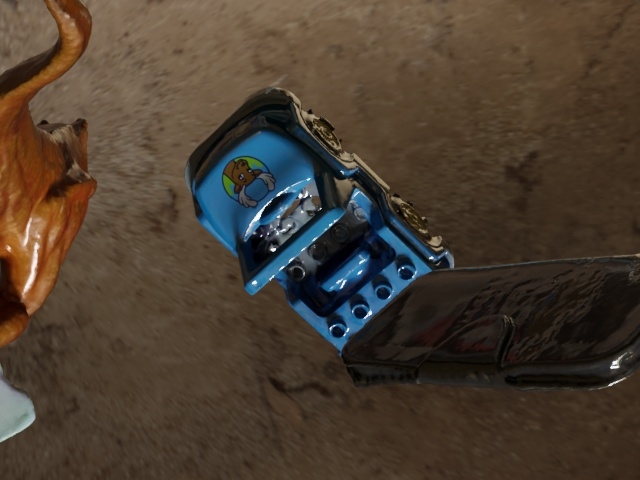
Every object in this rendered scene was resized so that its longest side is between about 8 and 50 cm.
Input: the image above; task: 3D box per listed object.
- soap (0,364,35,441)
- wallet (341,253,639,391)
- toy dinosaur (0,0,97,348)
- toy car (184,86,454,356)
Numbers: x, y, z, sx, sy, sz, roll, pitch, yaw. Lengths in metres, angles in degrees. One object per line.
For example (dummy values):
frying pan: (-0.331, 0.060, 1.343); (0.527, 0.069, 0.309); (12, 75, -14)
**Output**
soap: (-0.291, 0.103, 1.027); (0.145, 0.230, 0.091); (-23, 98, -22)
wallet: (0.079, 0.032, 0.612); (0.082, 0.156, 0.018); (-40, 111, -34)
toy dinosaur: (-0.174, -0.001, 0.796); (0.097, 0.432, 0.208); (33, 84, -11)
toy car: (0.000, 0.000, 0.990); (0.191, 0.100, 0.097); (43, 110, -14)
